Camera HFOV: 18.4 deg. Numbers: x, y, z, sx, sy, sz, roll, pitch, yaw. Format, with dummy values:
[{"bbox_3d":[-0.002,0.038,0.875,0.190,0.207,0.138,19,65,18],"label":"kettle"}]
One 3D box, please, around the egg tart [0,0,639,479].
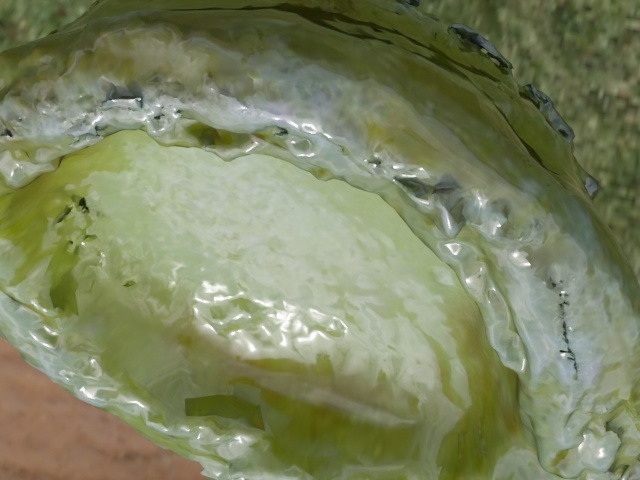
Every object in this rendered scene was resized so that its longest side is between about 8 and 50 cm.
[{"bbox_3d":[0.000,0.000,0.464,0.197,0.078,0.197,20,154,11],"label":"egg tart"}]
